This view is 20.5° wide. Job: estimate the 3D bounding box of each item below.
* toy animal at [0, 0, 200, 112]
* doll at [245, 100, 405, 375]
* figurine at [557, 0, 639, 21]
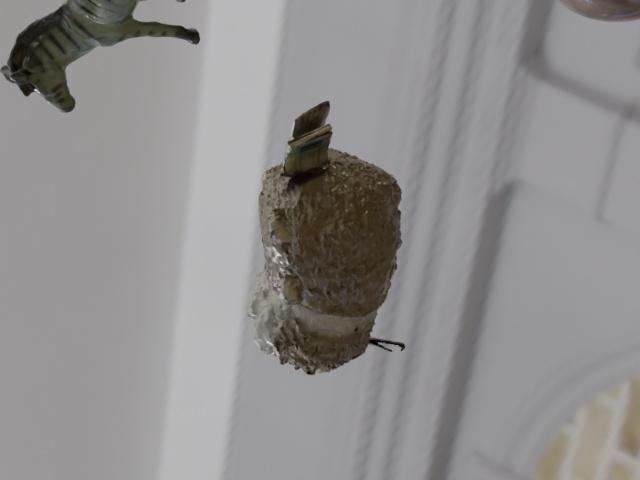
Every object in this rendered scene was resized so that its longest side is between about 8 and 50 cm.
[{"bbox_3d":[-0.191,-0.215,1.561,0.176,0.073,0.217,-12,-35,-22],"label":"toy animal"},{"bbox_3d":[0.001,-0.006,1.243,0.105,0.115,0.221,-95,2,-58],"label":"doll"},{"bbox_3d":[0.184,-0.195,1.081,0.138,0.125,0.125,-75,2,-70],"label":"figurine"}]
